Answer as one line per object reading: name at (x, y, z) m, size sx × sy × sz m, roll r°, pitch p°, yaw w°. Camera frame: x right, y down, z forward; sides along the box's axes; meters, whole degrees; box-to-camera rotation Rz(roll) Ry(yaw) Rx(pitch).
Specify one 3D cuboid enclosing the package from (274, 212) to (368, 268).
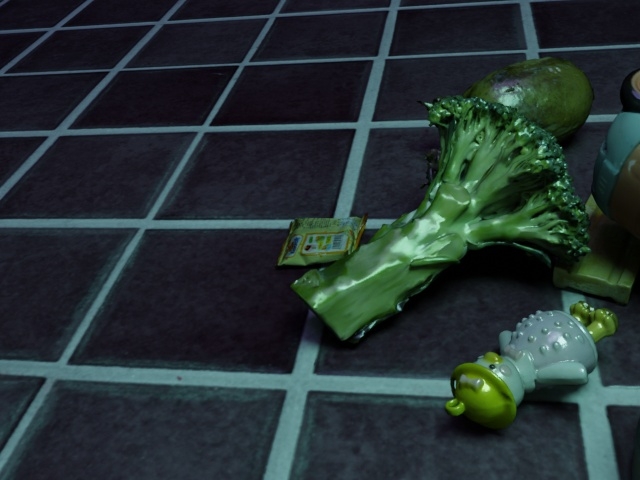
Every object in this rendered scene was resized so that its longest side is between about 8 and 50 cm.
package at (0.002, 0.000, 1.005) m, size 0.120 × 0.031 × 0.108 m, roll -3°, pitch 35°, yaw 16°

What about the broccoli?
broccoli at (0.128, -0.022, 0.902) m, size 0.361 × 0.221 × 0.252 m, roll -18°, pitch 55°, yaw -1°

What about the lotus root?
lotus root at (0.289, -0.199, 1.132) m, size 0.278 × 0.154 × 0.154 m, roll -13°, pitch 36°, yaw -8°

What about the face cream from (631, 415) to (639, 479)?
face cream at (0.360, 0.166, 0.601) m, size 0.177 × 0.153 × 0.177 m, roll -6°, pitch 37°, yaw 4°

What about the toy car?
toy car at (0.445, -0.088, 0.787) m, size 0.270 × 0.180 × 0.212 m, roll -27°, pitch 55°, yaw -13°

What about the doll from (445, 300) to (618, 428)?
doll at (0.213, 0.127, 0.746) m, size 0.207 × 0.081 × 0.129 m, roll -26°, pitch 20°, yaw -20°

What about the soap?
soap at (0.383, -0.014, 0.943) m, size 0.092 × 0.037 × 0.252 m, roll 16°, pitch 42°, yaw 27°
